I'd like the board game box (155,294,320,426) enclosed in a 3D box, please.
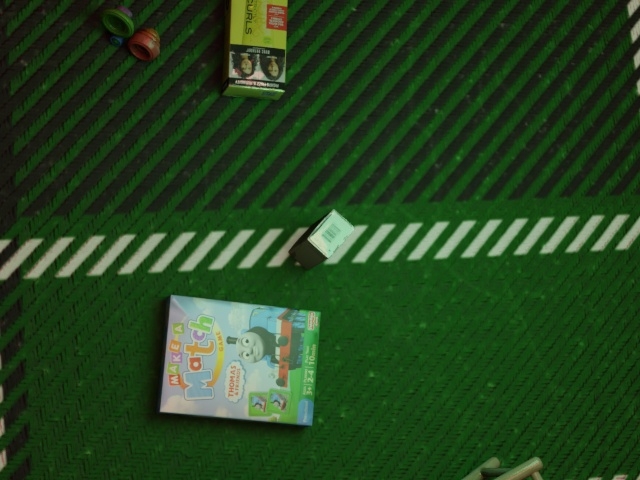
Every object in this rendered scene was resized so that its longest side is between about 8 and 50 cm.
[{"bbox_3d":[-0.110,0.165,1.935,0.211,0.039,0.160,7,79,-14],"label":"board game box"}]

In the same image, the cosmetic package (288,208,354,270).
[{"bbox_3d":[0.000,0.000,1.954,0.041,0.115,0.060,43,71,-5],"label":"cosmetic package"}]

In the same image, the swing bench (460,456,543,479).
[{"bbox_3d":[0.223,0.461,1.916,0.255,0.165,0.253,-29,90,-18],"label":"swing bench"}]

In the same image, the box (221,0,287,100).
[{"bbox_3d":[-0.091,-0.318,2.011,0.087,0.058,0.232,5,79,-14],"label":"box"}]

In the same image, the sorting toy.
[{"bbox_3d":[-0.259,-0.292,1.959,0.102,0.061,0.042,48,54,-32],"label":"sorting toy"}]
